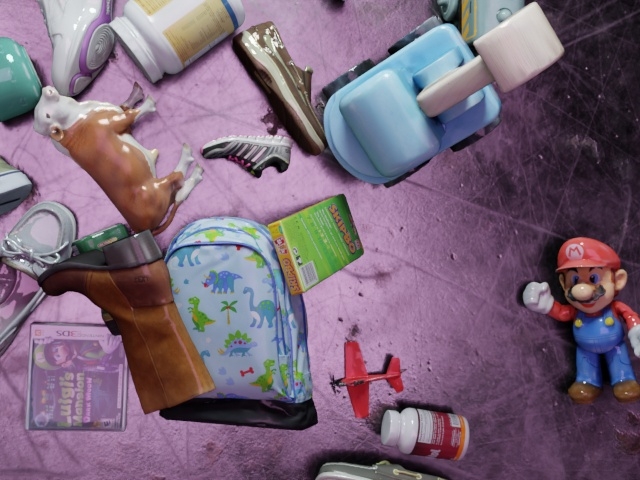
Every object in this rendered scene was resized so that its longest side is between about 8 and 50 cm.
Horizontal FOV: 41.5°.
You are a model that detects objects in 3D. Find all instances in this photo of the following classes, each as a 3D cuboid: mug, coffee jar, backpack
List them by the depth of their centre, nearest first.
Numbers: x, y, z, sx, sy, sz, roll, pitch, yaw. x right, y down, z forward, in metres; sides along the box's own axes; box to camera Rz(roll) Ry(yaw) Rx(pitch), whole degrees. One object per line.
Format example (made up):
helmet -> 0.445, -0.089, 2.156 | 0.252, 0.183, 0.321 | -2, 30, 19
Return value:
mug -> -0.530, -0.284, 1.405 | 0.097, 0.129, 0.158 | -23, 96, -11
backpack -> -0.152, 0.135, 1.440 | 0.290, 0.273, 0.355 | 2, 78, 15
coffee jar -> -0.354, 0.069, 1.469 | 0.096, 0.079, 0.184 | -26, 98, -33

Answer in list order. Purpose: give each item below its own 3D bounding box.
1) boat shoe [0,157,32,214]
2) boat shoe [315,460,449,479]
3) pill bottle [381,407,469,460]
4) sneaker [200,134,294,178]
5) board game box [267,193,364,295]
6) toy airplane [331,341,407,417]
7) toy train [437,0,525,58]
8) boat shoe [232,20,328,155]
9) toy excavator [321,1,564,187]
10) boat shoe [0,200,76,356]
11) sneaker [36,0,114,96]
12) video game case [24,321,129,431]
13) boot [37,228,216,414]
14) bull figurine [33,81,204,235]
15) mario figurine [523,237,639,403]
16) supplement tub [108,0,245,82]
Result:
boat shoe -> -0.579, -0.075, 1.336 | 0.094, 0.302, 0.109 | 42, 105, 2
boat shoe -> 0.133, 0.468, 1.571 | 0.305, 0.091, 0.109 | 18, 126, -8
pill bottle -> 0.194, 0.360, 1.579 | 0.152, 0.086, 0.086 | 10, 90, -9
sneaker -> -0.129, -0.148, 1.514 | 0.170, 0.063, 0.075 | -3, 87, -15
board game box -> 0.000, 0.000, 1.475 | 0.039, 0.259, 0.124 | -16, 96, 31
toy airplane -> 0.094, 0.262, 1.587 | 0.151, 0.028, 0.151 | -1, 94, -10
toy train -> 0.297, -0.443, 1.513 | 0.142, 0.190, 0.334 | 1, 92, -9
boat shoe -> -0.048, -0.278, 1.510 | 0.095, 0.095, 0.257 | -35, 97, -13
toy excavator -> 0.175, -0.220, 1.319 | 0.433, 0.445, 0.222 | -30, 99, 24
boat shoe -> -0.523, 0.079, 1.433 | 0.118, 0.103, 0.320 | 34, 86, -10
sneaker -> -0.430, -0.401, 1.447 | 0.152, 0.114, 0.305 | 10, 92, 11
video game case -> -0.429, 0.243, 1.498 | 0.173, 0.022, 0.190 | 3, 92, -10
boot -> -0.316, 0.144, 1.367 | 0.264, 0.096, 0.280 | -18, 97, 24
bull figurine -> -0.342, -0.157, 1.452 | 0.188, 0.101, 0.310 | -39, 109, -8
mario figurine -> 0.505, 0.154, 1.586 | 0.198, 0.170, 0.320 | -13, 96, -7
supplement tub -> -0.245, -0.377, 1.444 | 0.199, 0.144, 0.144 | -38, 98, -6
